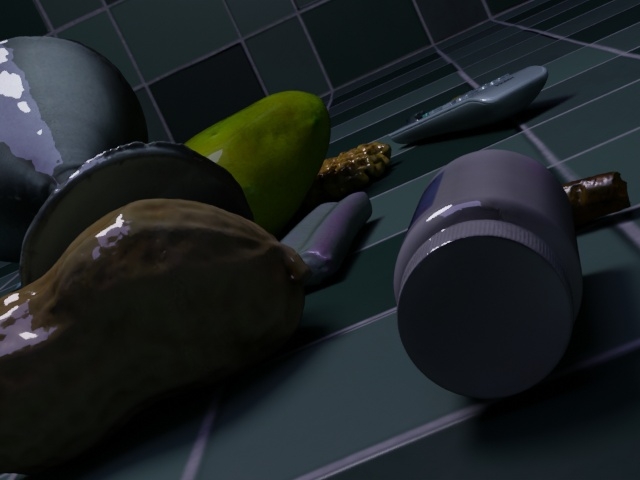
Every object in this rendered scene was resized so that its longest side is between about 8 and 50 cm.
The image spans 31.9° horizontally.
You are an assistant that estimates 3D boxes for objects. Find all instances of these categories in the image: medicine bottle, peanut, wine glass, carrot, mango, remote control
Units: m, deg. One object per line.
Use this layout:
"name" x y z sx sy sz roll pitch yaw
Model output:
"medicine bottle" 0.097 0.014 0.643 0.103 0.102 0.186 -22 11 16
"peanut" -0.152 0.058 0.835 0.291 0.159 0.143 -27 30 -12
"wine glass" -0.232 -0.036 1.084 0.267 0.267 0.406 -28 30 -16
"carrot" 0.153 -0.019 0.845 0.171 0.042 0.042 -17 13 36
"mango" -0.101 -0.073 1.357 0.185 0.149 0.273 -16 26 44
"remote control" 0.193 -0.171 1.487 0.103 0.051 0.293 -28 7 -20

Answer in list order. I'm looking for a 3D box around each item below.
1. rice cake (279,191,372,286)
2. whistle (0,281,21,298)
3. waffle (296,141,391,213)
"rice cake" 0.000 0.000 1.110 0.080 0.042 0.222 -23 10 19
"whistle" -0.295 0.088 1.232 0.274 0.093 0.186 -30 27 -37
"waffle" 0.013 -0.082 1.489 0.191 0.038 0.191 -25 10 5
